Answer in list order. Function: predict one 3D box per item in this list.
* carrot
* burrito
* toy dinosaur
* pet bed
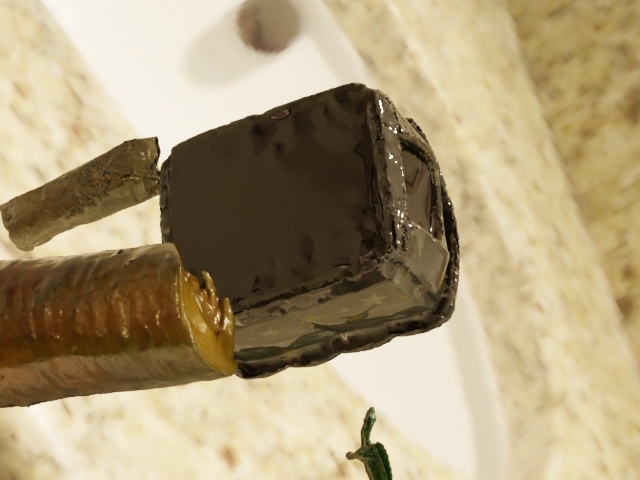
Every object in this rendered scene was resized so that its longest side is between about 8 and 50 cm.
[{"bbox_3d":[-0.203,0.062,1.207,0.114,0.302,0.114,-8,90,-67],"label":"carrot"},{"bbox_3d":[-0.197,-0.038,1.424,0.042,0.171,0.051,-10,79,-67],"label":"burrito"},{"bbox_3d":[0.051,0.202,1.432,0.029,0.060,0.119,-7,59,-19],"label":"toy dinosaur"},{"bbox_3d":[0.000,0.000,1.329,0.159,0.211,0.183,36,41,-56],"label":"pet bed"}]
